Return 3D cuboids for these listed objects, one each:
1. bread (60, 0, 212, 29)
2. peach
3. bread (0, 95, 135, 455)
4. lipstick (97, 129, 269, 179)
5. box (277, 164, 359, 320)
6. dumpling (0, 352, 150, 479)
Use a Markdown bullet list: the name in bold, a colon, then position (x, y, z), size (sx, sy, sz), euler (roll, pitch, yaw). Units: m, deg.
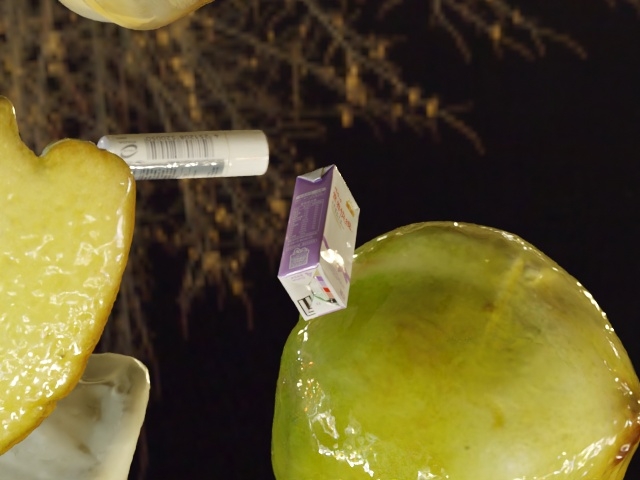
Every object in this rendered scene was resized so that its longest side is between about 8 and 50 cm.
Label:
- **bread**: position (-0.071, -0.341, 1.627), size (0.424, 0.329, 0.245), euler (-28, -129, -16)
- **peach**: position (0.109, 0.151, 1.479), size (0.316, 0.314, 0.281), euler (25, -131, 12)
- **bread**: position (-0.181, 0.018, 0.838), size (0.149, 0.187, 0.065), euler (21, -171, -20)
- **lipstick**: position (-0.115, -0.071, 1.427), size (0.141, 0.040, 0.040), euler (-4, -144, -21)
- **box**: position (0.000, 0.000, 1.267), size (0.036, 0.050, 0.117), euler (-15, -142, 21)
- **dumpling**: position (-0.267, 0.236, 1.458), size (0.187, 0.318, 0.243), euler (32, -168, -25)
